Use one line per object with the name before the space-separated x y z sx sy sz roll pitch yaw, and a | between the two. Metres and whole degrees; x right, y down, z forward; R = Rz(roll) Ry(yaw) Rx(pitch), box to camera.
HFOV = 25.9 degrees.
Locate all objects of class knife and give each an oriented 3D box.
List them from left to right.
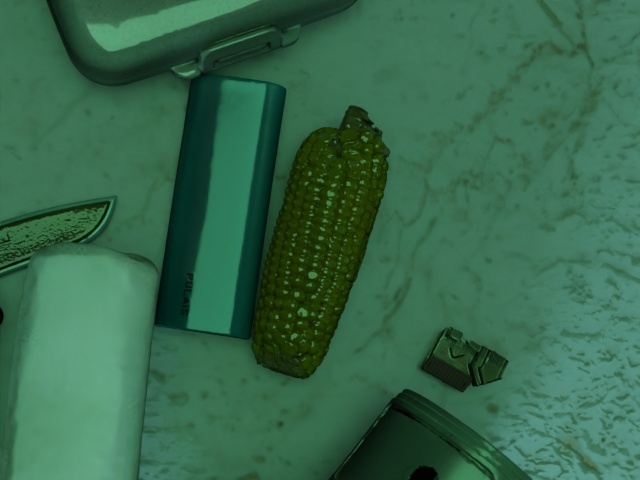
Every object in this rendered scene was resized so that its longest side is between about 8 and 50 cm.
knife | -0.394 0.018 1.607 0.343 0.027 0.061 -20 84 -9

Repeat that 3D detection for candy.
candy | -0.264 0.190 1.518 0.145 0.208 0.359 7 84 -8

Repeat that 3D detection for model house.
model house | 0.171 0.148 1.654 0.083 0.057 0.058 31 77 -6

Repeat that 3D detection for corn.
corn | 0.000 0.000 1.613 0.119 0.119 0.322 15 83 -6

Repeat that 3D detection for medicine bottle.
medicine bottle | -0.140 -0.342 1.617 0.375 0.123 0.282 -20 83 -10

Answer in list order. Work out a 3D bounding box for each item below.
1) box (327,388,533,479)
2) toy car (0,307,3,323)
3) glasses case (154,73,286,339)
box | 0.133 0.291 1.551 0.226 0.226 0.149 39 82 -3
toy car | -0.420 0.145 1.562 0.108 0.089 0.210 6 87 -4
glasses case | -0.116 -0.040 1.628 0.117 0.070 0.301 8 86 -6
